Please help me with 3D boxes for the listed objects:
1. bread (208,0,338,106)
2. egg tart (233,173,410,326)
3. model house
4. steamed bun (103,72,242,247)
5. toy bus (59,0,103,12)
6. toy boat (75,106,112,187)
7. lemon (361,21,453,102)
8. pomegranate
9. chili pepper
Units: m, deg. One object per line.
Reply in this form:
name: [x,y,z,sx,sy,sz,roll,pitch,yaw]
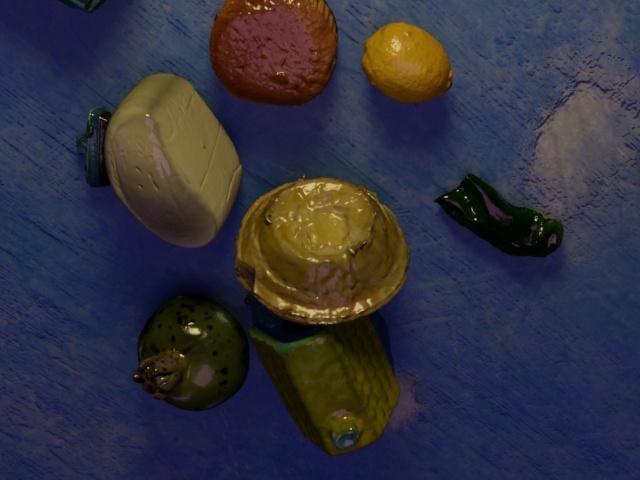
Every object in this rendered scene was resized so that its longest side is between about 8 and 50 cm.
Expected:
bread: [-0.069,-0.290,1.410,0.199,0.104,0.199,0,115,0]
egg tart: [0.000,0.000,1.453,0.290,0.290,0.115,-2,141,0]
model house: [0.011,0.194,1.556,0.215,0.303,0.237,-23,114,4]
steamed bun: [-0.236,-0.116,1.443,0.155,0.200,0.250,-19,122,24]
toy bus: [-0.387,-0.436,1.322,0.256,0.128,0.147,30,115,-12]
toy boat: [-0.360,-0.147,1.508,0.061,0.060,0.137,15,120,20]
lemon: [0.132,-0.264,1.421,0.155,0.114,0.114,27,114,-21]
pomegranate: [-0.227,0.197,1.582,0.202,0.248,0.202,3,99,22]
chili pepper: [0.297,-0.035,1.566,0.224,0.061,0.098,23,121,-14]
